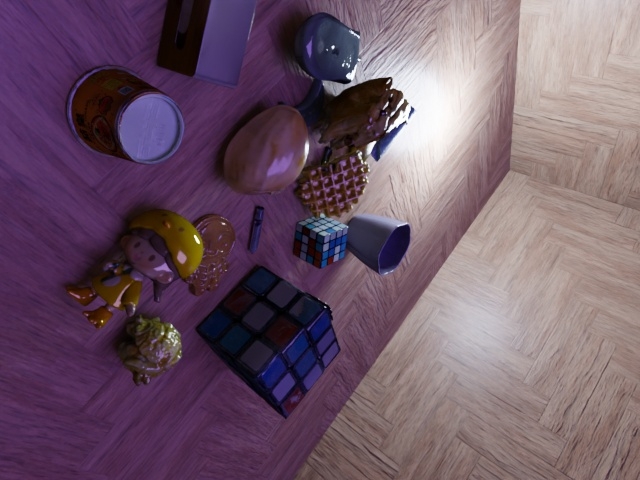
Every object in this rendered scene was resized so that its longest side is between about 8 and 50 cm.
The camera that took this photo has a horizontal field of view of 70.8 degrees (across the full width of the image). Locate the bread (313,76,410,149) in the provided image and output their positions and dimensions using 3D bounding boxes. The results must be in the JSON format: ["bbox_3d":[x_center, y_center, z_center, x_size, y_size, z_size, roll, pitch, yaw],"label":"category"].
[{"bbox_3d":[0.121,-0.425,1.543,0.370,0.314,0.191,-42,115,-47],"label":"bread"}]

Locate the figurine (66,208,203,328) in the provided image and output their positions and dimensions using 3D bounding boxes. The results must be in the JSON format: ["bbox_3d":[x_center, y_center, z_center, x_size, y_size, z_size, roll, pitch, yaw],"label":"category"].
[{"bbox_3d":[-0.477,0.063,1.186,0.344,0.215,0.187,-40,173,-18],"label":"figurine"}]

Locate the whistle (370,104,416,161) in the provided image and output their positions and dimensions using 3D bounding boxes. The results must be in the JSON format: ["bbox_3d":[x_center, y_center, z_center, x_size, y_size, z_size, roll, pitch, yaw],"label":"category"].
[{"bbox_3d":[0.319,-0.477,1.999,0.304,0.062,0.062,-52,146,-14],"label":"whistle"}]

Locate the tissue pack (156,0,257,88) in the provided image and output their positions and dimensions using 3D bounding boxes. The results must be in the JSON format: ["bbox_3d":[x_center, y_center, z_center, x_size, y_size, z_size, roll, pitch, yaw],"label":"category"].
[{"bbox_3d":[-0.271,-0.512,1.083,0.136,0.159,0.246,-4,116,-54],"label":"tissue pack"}]

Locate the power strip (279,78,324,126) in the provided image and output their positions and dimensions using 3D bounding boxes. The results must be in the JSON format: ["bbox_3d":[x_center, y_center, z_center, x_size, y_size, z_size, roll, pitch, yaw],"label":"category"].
[{"bbox_3d":[-0.064,-0.443,1.518,0.216,0.044,0.137,-45,144,-25],"label":"power strip"}]

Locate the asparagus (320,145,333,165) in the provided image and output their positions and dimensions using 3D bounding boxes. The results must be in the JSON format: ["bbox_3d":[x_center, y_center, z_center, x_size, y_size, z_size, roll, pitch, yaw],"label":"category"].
[{"bbox_3d":[0.010,-0.285,1.745,0.036,0.030,0.165,-17,128,-78],"label":"asparagus"}]

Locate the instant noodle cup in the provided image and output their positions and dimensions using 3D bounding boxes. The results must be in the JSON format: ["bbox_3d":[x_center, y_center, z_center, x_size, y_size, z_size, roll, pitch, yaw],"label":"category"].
[{"bbox_3d":[-0.428,-0.273,1.026,0.216,0.172,0.215,-33,136,-38],"label":"instant noodle cup"}]

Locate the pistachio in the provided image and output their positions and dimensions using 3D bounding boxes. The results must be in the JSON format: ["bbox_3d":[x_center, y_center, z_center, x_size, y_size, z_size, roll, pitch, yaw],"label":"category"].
[{"bbox_3d":[-0.160,-0.264,1.375,0.308,0.230,0.230,-60,147,-11],"label":"pistachio"}]

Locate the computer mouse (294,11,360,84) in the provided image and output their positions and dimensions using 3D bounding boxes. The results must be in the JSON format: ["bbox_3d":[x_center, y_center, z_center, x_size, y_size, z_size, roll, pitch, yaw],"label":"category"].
[{"bbox_3d":[0.019,-0.608,1.442,0.371,0.122,0.188,-17,123,-56],"label":"computer mouse"}]

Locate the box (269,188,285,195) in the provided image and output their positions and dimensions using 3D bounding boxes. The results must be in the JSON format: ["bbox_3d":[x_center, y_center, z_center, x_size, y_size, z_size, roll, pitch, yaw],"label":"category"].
[{"bbox_3d":[-0.149,-0.234,1.574,0.073,0.020,0.149,-25,132,-44],"label":"box"}]

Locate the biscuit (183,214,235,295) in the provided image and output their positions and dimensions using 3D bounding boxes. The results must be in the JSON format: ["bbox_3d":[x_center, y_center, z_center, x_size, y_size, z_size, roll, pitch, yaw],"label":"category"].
[{"bbox_3d":[-0.366,0.053,1.470,0.202,0.044,0.288,-11,120,-50],"label":"biscuit"}]

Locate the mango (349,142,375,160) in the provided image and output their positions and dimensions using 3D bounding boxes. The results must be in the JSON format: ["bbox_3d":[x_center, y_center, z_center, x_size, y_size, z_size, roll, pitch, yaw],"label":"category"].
[{"bbox_3d":[0.176,-0.386,1.858,0.161,0.076,0.103,-51,141,-22],"label":"mango"}]

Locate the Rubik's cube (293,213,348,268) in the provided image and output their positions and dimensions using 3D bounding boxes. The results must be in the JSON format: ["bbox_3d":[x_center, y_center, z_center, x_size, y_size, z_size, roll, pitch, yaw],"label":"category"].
[{"bbox_3d":[0.000,0.000,1.825,0.154,0.155,0.151,-23,128,-45],"label":"Rubik's cube"}]

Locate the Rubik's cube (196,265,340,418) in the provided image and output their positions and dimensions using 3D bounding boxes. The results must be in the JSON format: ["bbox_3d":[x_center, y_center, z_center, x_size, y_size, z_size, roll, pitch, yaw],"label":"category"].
[{"bbox_3d":[-0.179,0.368,1.667,0.359,0.363,0.362,-49,146,-23],"label":"Rubik's cube"}]

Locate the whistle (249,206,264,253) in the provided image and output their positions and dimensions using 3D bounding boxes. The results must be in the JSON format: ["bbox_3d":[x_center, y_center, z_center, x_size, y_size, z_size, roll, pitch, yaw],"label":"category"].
[{"bbox_3d":[-0.227,-0.037,1.599,0.033,0.033,0.176,-14,123,-49],"label":"whistle"}]

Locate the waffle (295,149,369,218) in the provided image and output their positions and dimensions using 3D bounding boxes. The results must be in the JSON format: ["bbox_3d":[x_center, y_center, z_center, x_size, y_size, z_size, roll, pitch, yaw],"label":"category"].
[{"bbox_3d":[0.051,-0.218,1.720,0.283,0.065,0.309,25,100,-29],"label":"waffle"}]

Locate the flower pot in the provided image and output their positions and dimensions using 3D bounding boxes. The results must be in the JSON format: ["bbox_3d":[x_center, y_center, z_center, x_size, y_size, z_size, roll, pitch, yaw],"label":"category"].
[{"bbox_3d":[0.248,-0.004,2.081,0.265,0.243,0.265,-36,141,-36],"label":"flower pot"}]

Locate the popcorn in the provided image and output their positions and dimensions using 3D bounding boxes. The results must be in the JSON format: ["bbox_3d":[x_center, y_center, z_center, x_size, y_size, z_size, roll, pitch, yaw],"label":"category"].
[{"bbox_3d":[-0.512,0.332,1.350,0.167,0.185,0.187,31,96,-39],"label":"popcorn"}]
